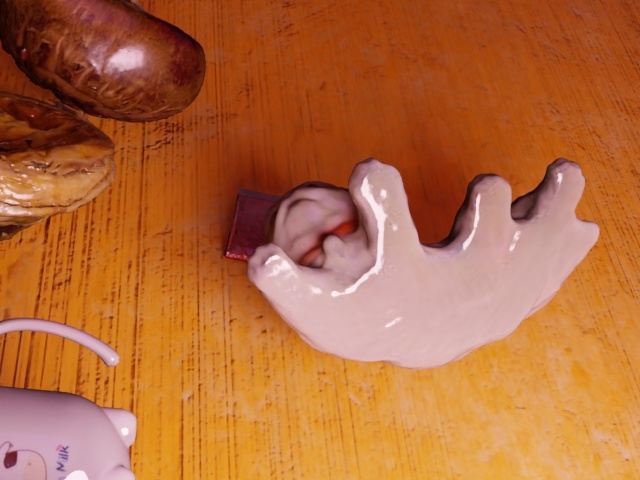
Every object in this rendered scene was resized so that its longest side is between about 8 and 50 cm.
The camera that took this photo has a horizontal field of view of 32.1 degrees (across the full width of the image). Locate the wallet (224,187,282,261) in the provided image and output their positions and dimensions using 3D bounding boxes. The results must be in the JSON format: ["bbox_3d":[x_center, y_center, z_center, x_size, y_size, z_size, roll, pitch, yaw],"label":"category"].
[{"bbox_3d":[0.000,0.000,1.201,0.196,0.020,0.103,12,41,-4],"label":"wallet"}]

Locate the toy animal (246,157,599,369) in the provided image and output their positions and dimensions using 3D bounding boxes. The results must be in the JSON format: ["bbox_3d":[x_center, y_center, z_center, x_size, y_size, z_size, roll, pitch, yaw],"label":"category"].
[{"bbox_3d":[0.095,0.000,1.100,0.308,0.188,0.266,-45,108,-8],"label":"toy animal"}]

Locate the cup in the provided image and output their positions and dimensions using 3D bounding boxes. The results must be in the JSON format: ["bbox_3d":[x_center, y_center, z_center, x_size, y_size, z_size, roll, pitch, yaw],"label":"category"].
[{"bbox_3d":[-0.217,0.163,0.863,0.142,0.134,0.174,5,55,-12],"label":"cup"}]

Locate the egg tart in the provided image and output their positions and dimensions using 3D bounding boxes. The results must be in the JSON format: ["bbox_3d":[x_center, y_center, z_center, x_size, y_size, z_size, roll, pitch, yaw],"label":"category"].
[{"bbox_3d":[-0.349,-0.073,1.111,0.297,0.132,0.297,10,27,-5],"label":"egg tart"}]

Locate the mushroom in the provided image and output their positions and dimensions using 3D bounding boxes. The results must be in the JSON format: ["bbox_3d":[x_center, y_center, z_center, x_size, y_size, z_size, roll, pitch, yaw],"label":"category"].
[{"bbox_3d":[-0.250,-0.221,1.228,0.253,0.253,0.153,30,85,17],"label":"mushroom"}]
